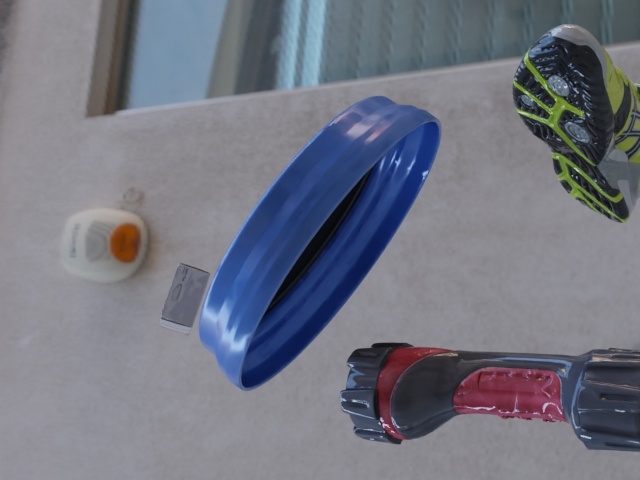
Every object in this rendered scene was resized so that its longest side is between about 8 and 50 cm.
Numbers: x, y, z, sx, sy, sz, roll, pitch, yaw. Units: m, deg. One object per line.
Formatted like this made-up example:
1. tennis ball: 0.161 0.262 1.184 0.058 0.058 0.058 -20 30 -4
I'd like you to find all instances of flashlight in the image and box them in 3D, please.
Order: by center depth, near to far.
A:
1. flashlight: 0.163 0.148 0.900 0.103 0.304 0.103 -5 -87 -50

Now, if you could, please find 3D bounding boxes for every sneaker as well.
1. sneaker: 0.369 -0.175 1.297 0.147 0.145 0.385 -51 -34 -6

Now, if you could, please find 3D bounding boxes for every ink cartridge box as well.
1. ink cartridge box: -0.227 0.100 1.627 0.135 0.056 0.099 134 154 -76

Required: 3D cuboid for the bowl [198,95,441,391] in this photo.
1. bowl: 0.000 0.000 1.153 0.391 0.077 0.391 -49 -14 -17
